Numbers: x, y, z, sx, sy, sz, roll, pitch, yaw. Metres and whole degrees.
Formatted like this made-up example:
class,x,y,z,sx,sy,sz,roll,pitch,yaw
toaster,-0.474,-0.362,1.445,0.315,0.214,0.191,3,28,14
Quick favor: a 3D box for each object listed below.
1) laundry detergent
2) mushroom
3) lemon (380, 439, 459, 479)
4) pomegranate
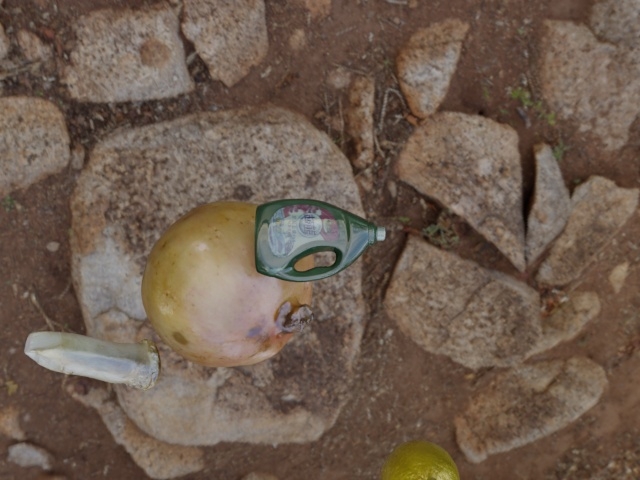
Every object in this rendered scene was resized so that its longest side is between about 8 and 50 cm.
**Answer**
class,x,y,z,sx,sy,sz,roll,pitch,yaw
laundry detergent,0.000,0.000,1.023,0.210,0.138,0.063,1,167,2
mushroom,-0.349,0.181,0.986,0.209,0.085,0.071,22,152,-39
lemon,0.225,0.540,1.415,0.178,0.178,0.203,-24,168,-14
pomegranate,-0.152,0.092,1.174,0.338,0.338,0.338,-21,141,-18
